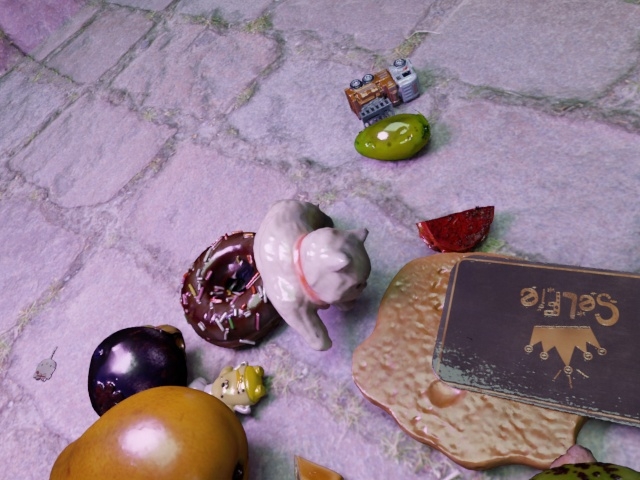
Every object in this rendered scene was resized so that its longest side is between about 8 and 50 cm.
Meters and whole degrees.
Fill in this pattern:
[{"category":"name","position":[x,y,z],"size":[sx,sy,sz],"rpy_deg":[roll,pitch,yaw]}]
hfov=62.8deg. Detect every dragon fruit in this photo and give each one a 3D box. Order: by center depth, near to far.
[{"category":"dragon fruit","position":[0.249,-0.014,1.006],"size":[0.162,0.083,0.106],"rpy_deg":[-18,3,-20]}]

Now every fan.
[{"category":"fan","position":[-0.621,0.280,1.198],"size":[0.056,0.004,0.083],"rpy_deg":[1,56,23]}]

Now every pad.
[{"category":"pad","position":[0.376,0.099,0.803],"size":[0.376,0.063,0.314],"rpy_deg":[6,58,22]}]

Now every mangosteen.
[{"category":"mangosteen","position":[-0.337,0.246,1.008],"size":[0.194,0.194,0.230],"rpy_deg":[-10,17,16]}]

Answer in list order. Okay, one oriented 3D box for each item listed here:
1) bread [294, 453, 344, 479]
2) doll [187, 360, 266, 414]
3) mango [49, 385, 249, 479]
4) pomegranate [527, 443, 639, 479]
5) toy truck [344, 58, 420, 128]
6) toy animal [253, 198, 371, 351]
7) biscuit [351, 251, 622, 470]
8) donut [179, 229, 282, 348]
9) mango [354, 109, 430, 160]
[{"category":"bread","position":[-0.016,0.388,0.837],"size":[0.103,0.049,0.062],"rpy_deg":[10,27,29]},{"category":"doll","position":[-0.180,0.283,0.975],"size":[0.163,0.062,0.106],"rpy_deg":[-20,46,9]},{"category":"mango","position":[-0.280,0.379,0.832],"size":[0.378,0.221,0.263],"rpy_deg":[-22,92,25]},{"category":"pomegranate","position":[0.323,0.368,0.601],"size":[0.254,0.254,0.270],"rpy_deg":[-12,30,14]},{"category":"toy truck","position":[0.162,-0.358,1.284],"size":[0.178,0.080,0.115],"rpy_deg":[-27,55,4]},{"category":"toy animal","position":[0.000,0.000,0.990],"size":[0.266,0.188,0.308],"rpy_deg":[35,40,9]},{"category":"biscuit","position":[0.266,0.181,0.861],"size":[0.385,0.062,0.365],"rpy_deg":[20,63,30]},{"category":"donut","position":[-0.171,0.091,1.085],"size":[0.270,0.103,0.269],"rpy_deg":[-12,54,16]},{"category":"mango","position":[0.161,-0.229,1.182],"size":[0.179,0.100,0.119],"rpy_deg":[-9,14,25]}]
